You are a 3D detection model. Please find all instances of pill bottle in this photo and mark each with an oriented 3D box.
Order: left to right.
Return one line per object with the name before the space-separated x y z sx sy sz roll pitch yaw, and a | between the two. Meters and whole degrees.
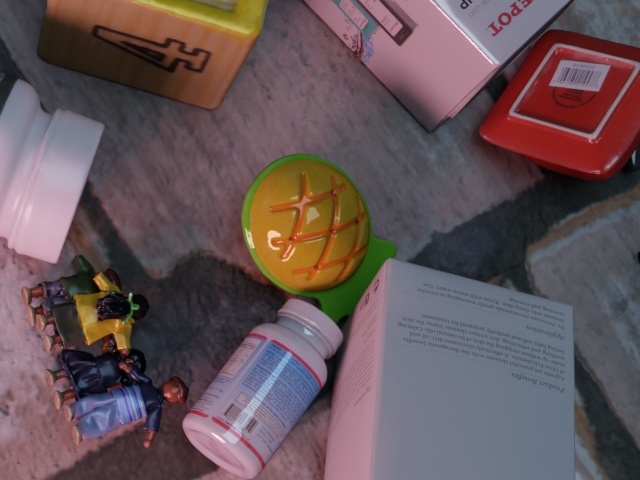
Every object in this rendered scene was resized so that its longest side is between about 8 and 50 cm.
pill bottle | -0.347 -0.089 1.362 0.283 0.161 0.161 19 70 -9
pill bottle | -0.050 0.135 1.420 0.087 0.087 0.160 39 68 -2

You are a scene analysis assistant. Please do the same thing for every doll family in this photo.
doll family | -0.194 0.101 1.401 0.111 0.076 0.193 -15 84 -23

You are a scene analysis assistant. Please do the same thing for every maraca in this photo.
maraca | 0.000 0.000 1.471 0.127 0.099 0.185 -47 115 -12

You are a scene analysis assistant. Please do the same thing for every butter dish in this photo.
butter dish | 0.273 -0.119 1.572 0.160 0.118 0.160 20 66 35

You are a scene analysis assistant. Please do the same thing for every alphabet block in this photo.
alphabet block | -0.148 -0.261 1.447 0.193 0.197 0.192 14 71 -11

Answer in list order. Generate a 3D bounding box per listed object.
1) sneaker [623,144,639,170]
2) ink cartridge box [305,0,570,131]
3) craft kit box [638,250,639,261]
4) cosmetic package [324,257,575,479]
sneaker | 0.337 -0.125 1.626 0.044 0.040 0.109 7 73 -16
ink cartridge box | 0.112 -0.289 1.526 0.270 0.197 0.198 46 69 0
craft kit box | 0.473 0.112 1.589 0.247 0.061 0.249 -5 76 -14
cosmetic package | 0.110 0.218 1.351 0.197 0.155 0.365 16 54 -11
